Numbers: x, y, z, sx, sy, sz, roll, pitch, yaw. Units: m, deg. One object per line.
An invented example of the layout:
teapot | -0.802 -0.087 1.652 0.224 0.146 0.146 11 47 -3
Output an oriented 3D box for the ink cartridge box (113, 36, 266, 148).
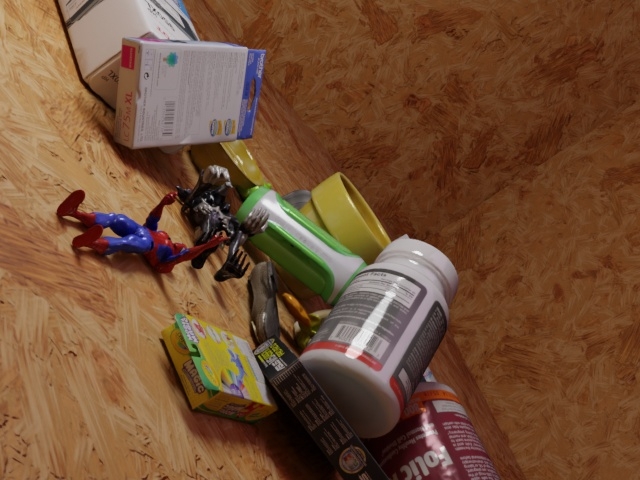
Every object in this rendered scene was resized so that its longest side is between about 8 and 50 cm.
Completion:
ink cartridge box | -0.234 -0.271 1.623 0.065 0.186 0.311 23 22 37

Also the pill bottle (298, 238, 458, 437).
pill bottle | 0.118 0.173 1.666 0.210 0.210 0.363 53 47 -17

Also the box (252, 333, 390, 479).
box | -0.002 0.290 1.444 0.270 0.060 0.216 54 -7 -12

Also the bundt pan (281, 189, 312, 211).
bundt pan | 0.000 0.000 2.342 0.331 0.124 0.331 54 11 -16

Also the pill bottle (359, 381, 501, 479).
pill bottle | 0.231 0.481 1.647 0.224 0.224 0.392 45 15 -47

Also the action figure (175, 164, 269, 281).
action figure | -0.177 -0.045 1.621 0.164 0.141 0.276 37 20 -28

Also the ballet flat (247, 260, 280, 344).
ballet flat | -0.112 0.120 1.671 0.250 0.058 0.084 -96 173 -57

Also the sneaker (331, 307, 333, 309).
sneaker | 0.092 0.176 2.268 0.115 0.105 0.281 56 11 -1

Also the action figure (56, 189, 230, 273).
action figure | -0.240 -0.022 1.285 0.092 0.139 0.280 61 9 18

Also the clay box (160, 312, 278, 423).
clay box | -0.149 0.186 1.271 0.127 0.053 0.222 61 12 26

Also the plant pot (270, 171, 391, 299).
plant pot | 0.017 0.009 2.061 0.254 0.239 0.254 53 11 -15

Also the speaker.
speaker | -0.042 0.014 1.892 0.296 0.131 0.131 38 9 5

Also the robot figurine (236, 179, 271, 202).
robot figurine | -0.160 -0.120 2.123 0.115 0.067 0.101 60 21 19

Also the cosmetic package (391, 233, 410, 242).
cosmetic package | 0.219 0.100 2.762 0.151 0.151 0.183 57 -26 6

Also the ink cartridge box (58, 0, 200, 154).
ink cartridge box | -0.366 -0.408 1.779 0.285 0.166 0.395 42 18 -53

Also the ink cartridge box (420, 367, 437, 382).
ink cartridge box | 0.220 0.362 2.221 0.175 0.127 0.072 61 13 27

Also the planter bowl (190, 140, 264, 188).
planter bowl | -0.224 -0.184 1.960 0.217 0.090 0.217 54 10 -14

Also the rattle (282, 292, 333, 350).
rattle | 0.034 0.137 1.800 0.130 0.199 0.143 -110 -176 -78
